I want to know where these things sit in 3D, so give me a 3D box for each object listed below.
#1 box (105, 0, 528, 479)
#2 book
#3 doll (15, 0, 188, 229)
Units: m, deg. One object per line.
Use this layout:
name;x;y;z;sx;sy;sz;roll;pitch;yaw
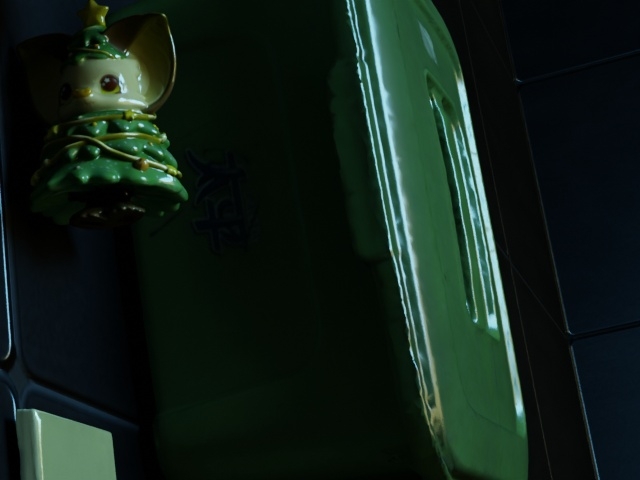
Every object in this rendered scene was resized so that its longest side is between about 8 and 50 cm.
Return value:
box;0.000;0.000;0.860;0.253;0.178;0.328;34;46;-66
book;-0.106;0.132;0.647;0.077;0.014;0.110;42;37;-67
doll;-0.101;-0.055;0.721;0.076;0.078;0.113;61;22;-55
